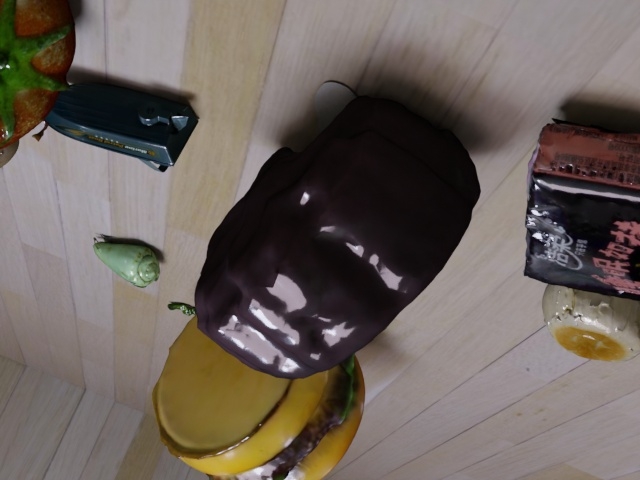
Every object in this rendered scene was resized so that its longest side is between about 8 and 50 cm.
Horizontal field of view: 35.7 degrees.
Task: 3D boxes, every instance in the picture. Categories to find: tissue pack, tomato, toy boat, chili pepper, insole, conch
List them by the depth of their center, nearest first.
[{"bbox_3d":[0.397,-0.022,1.120,0.332,0.123,0.245,11,149,16],"label":"tissue pack"},{"bbox_3d":[-0.460,-0.246,1.211,0.239,0.303,0.303,27,161,28],"label":"tomato"},{"bbox_3d":[0.021,-0.150,1.300,0.065,0.004,0.197,19,156,7],"label":"insole"},{"bbox_3d":[-0.294,-0.169,1.420,0.246,0.093,0.103,15,148,13],"label":"toy boat"},{"bbox_3d":[-0.382,0.043,1.987,0.170,0.079,0.105,25,156,35],"label":"conch"},{"bbox_3d":[-0.305,0.152,2.212,0.083,0.022,0.027,10,121,26],"label":"chili pepper"}]

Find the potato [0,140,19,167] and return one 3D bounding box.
[{"bbox_3d":[-0.589,-0.202,1.538,0.262,0.165,0.165,26,157,-25],"label":"potato"}]

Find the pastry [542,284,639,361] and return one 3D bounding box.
[{"bbox_3d":[0.398,0.112,1.443,0.166,0.088,0.166,19,155,9],"label":"pastry"}]

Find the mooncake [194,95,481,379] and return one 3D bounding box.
[{"bbox_3d":[0.000,0.000,1.247,0.212,0.350,0.381,36,142,-16],"label":"mooncake"}]

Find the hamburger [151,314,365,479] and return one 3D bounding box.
[{"bbox_3d":[-0.103,0.297,1.942,0.396,0.395,0.277,1,149,39],"label":"hamburger"}]
